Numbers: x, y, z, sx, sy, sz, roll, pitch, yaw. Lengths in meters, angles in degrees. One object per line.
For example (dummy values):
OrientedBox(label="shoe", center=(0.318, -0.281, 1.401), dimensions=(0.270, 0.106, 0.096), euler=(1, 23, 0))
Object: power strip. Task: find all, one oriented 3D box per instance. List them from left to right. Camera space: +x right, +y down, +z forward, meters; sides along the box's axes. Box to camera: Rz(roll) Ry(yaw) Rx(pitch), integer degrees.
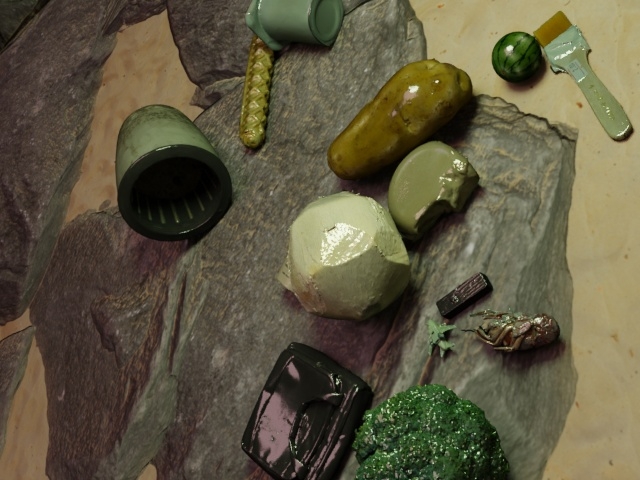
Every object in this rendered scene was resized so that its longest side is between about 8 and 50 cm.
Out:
OrientedBox(label="power strip", center=(0.271, 0.105, 1.363), dimensions=(0.111, 0.029, 0.038), euler=(-40, 49, 20))

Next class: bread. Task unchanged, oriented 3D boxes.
OrientedBox(label="bread", center=(-0.173, -0.418, 1.979), dimensions=(0.077, 0.084, 0.368), euler=(5, 69, -2))

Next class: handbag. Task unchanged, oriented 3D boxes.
OrientedBox(label="handbag", center=(-0.036, 0.367, 1.476), dimensions=(0.244, 0.088, 0.275), euler=(26, 87, 41))

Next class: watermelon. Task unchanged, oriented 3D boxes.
OrientedBox(label="watermelon", center=(0.393, -0.370, 1.435), dimensions=(0.109, 0.109, 0.109), euler=(-19, 58, 34))

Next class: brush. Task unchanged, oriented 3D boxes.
OrientedBox(label="brush", center=(0.500, -0.315, 1.369), dimensions=(0.085, 0.020, 0.337), euler=(-36, 50, 23))

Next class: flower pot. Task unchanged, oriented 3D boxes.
OrientedBox(label="flower pot", center=(-0.425, -0.205, 1.956), dimensions=(0.293, 0.293, 0.330), euler=(-47, 42, 14))

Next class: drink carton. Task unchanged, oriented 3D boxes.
OrientedBox(label="drink carton", center=(-0.051, -0.601, 1.896), dimensions=(0.189, 0.191, 0.186), euler=(12, 76, 34))

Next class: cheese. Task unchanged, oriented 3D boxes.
OrientedBox(label="cheese", center=(0.217, -0.097, 1.467), dimensions=(0.175, 0.091, 0.203), euler=(39, 99, 44))

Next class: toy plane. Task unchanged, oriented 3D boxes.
OrientedBox(label="toy plane", center=(0.222, 0.180, 1.368), dimensions=(0.080, 0.033, 0.083), euler=(-55, 43, 27))

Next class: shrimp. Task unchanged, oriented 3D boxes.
OrientedBox(label="shrimp", center=(0.327, 0.157, 1.264), dimensions=(0.190, 0.074, 0.073), euler=(-7, 97, 50))

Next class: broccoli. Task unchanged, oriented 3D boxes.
OrientedBox(label="broccoli", center=(0.169, 0.367, 1.204), dimensions=(0.270, 0.269, 0.270), euler=(-66, 10, -5))

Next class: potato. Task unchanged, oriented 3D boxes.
OrientedBox(label="potato", center=(0.154, -0.255, 1.548), dimensions=(0.369, 0.176, 0.196), euler=(-36, 55, 30))

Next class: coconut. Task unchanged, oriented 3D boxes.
OrientedBox(label="coconut", center=(0.055, 0.042, 1.429), dimensions=(0.245, 0.245, 0.247), euler=(-40, 47, 20))

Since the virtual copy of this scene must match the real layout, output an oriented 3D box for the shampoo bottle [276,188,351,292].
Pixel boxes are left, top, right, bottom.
OrientedBox(label="shampoo bottle", center=(0.000, 0.000, 1.620), dimensions=(0.257, 0.078, 0.127), euler=(-56, 44, 4))
